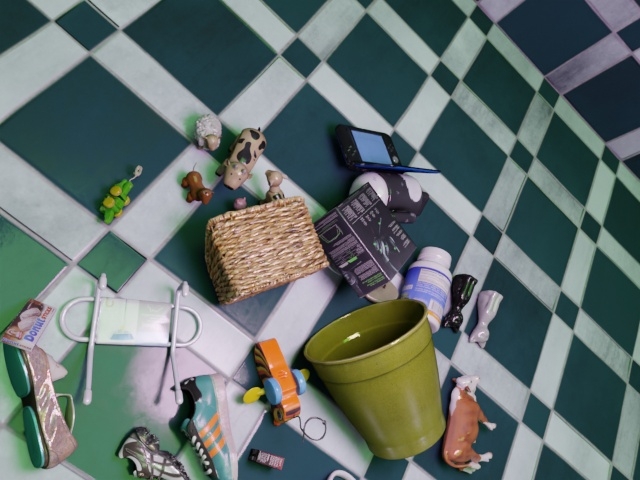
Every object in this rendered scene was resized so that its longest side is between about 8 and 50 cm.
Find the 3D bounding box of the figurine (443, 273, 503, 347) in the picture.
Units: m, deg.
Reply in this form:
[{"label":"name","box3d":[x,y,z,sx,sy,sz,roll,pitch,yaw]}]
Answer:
[{"label":"figurine","box3d":[0.547,0.260,1.863,0.215,0.092,0.209,31,69,-19]}]

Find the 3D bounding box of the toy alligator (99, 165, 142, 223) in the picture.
[{"label":"toy alligator","box3d":[-0.540,-0.126,1.377,0.052,0.056,0.189,11,62,17]}]

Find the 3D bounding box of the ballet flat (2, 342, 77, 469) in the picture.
[{"label":"ballet flat","box3d":[-0.620,0.342,1.156,0.106,0.108,0.315,-10,84,-53]}]

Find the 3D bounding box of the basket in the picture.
[{"label":"basket","box3d":[-0.167,0.029,1.440,0.299,0.213,0.222,-19,84,-28]}]

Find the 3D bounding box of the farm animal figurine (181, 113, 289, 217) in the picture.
[{"label":"farm animal figurine","box3d":[-0.220,-0.196,1.510,0.331,0.172,0.326,15,67,-25]}]

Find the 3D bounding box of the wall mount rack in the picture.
[{"label":"wall mount rack","box3d":[-0.448,0.242,1.257,0.351,0.130,0.303,9,70,-27]}]

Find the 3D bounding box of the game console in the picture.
[{"label":"game console","box3d":[0.231,-0.310,1.764,0.293,0.173,0.250,-1,67,-45]}]

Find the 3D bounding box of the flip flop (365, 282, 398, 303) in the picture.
[{"label":"flip flop","box3d":[0.157,0.096,1.685,0.112,0.080,0.277,-40,96,-33]}]

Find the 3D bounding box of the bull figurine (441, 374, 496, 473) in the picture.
[{"label":"bull figurine","box3d":[0.483,0.601,1.693,0.188,0.101,0.310,37,59,-17]}]

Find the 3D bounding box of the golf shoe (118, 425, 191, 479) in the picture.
[{"label":"golf shoe","box3d":[-0.393,0.541,1.231,0.198,0.077,0.094,46,68,-1]}]

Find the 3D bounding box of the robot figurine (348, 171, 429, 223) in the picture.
[{"label":"robot figurine","box3d":[0.230,-0.143,1.757,0.279,0.209,0.173,0,90,-30]}]

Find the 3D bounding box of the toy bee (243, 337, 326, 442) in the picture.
[{"label":"toy bee","box3d":[-0.114,0.427,1.397,0.196,0.162,0.298,7,45,-20]}]

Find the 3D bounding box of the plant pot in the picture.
[{"label":"plant pot","box3d":[0.188,0.404,1.471,0.367,0.367,0.352,-28,101,-34]}]

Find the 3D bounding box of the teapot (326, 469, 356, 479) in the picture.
[{"label":"teapot","box3d":[0.079,0.764,1.339,0.187,0.253,0.255,25,74,-35]}]

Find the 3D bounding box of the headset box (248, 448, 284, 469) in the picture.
[{"label":"headset box","box3d":[-0.140,0.579,1.363,0.083,0.062,0.032,26,63,-20]}]

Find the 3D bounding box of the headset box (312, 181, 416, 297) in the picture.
[{"label":"headset box","box3d":[0.139,0.001,1.561,0.283,0.131,0.246,52,37,-3]}]

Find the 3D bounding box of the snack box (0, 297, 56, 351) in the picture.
[{"label":"snack box","box3d":[-0.646,0.185,1.149,0.064,0.178,0.022,28,100,-20]}]

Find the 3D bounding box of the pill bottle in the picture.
[{"label":"pill bottle","box3d":[0.354,0.162,1.736,0.152,0.152,0.271,32,60,-17]}]

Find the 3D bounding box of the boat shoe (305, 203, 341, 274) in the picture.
[{"label":"boat shoe","box3d":[0.000,0.000,1.624,0.267,0.088,0.096,47,74,-12]}]

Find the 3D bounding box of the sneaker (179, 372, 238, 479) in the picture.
[{"label":"sneaker","box3d":[-0.288,0.491,1.287,0.121,0.108,0.301,-2,67,-30]}]
